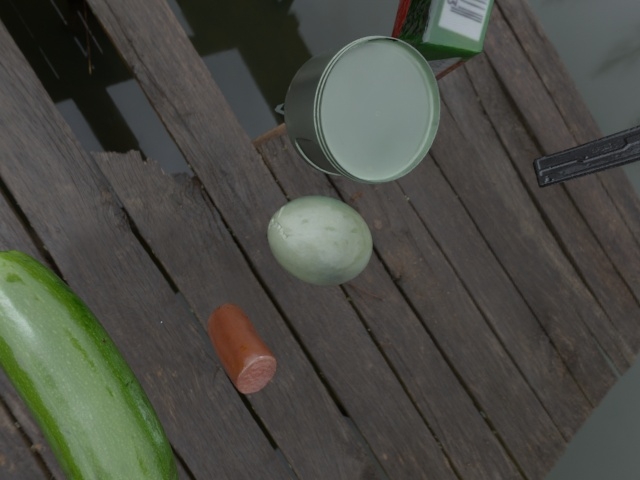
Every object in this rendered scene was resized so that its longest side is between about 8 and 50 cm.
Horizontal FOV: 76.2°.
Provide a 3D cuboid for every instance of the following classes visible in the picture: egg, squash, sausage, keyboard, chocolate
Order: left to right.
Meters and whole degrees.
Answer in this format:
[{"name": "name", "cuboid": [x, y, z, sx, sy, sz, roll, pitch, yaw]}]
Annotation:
[{"name": "squash", "cuboid": [-0.204, 0.137, 0.357, 0.082, 0.082, 0.292, -29, 93, -24]}, {"name": "sausage", "cuboid": [-0.203, 0.247, 0.992, 0.114, 0.259, 0.113, -16, 123, -27]}, {"name": "egg", "cuboid": [0.000, 0.000, 0.521, 0.152, 0.114, 0.113, 24, 70, -40]}, {"name": "chocolate", "cuboid": [0.292, -0.586, 0.996, 0.162, 0.341, 0.359, 12, 97, -7]}, {"name": "keyboard", "cuboid": [0.350, -0.108, 0.505, 0.010, 0.155, 0.053, 41, 45, -40]}]

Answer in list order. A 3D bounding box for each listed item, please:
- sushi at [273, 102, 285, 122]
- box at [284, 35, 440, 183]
[{"name": "sushi", "cuboid": [0.031, -0.270, 1.011, 0.220, 0.231, 0.047, -11, 63, 21]}, {"name": "box", "cuboid": [0.068, -0.216, 0.697, 0.227, 0.149, 0.225, -7, 108, -23]}]
